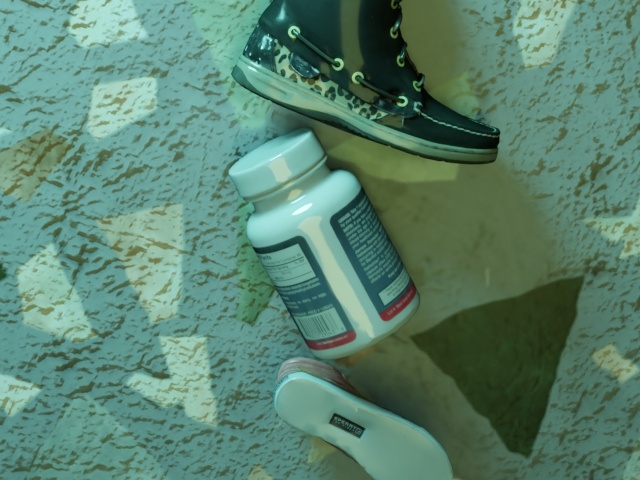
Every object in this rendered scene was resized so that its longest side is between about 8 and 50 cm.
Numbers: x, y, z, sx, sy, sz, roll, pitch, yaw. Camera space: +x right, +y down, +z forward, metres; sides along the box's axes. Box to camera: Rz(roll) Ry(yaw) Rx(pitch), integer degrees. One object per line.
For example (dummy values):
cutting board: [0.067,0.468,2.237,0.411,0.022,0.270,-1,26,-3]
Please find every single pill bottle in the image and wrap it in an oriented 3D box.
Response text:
pill bottle: [0.000,0.000,1.376,0.108,0.108,0.180,-27,104,4]

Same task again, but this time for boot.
boot: [0.063,-0.173,1.347,0.236,0.085,0.178,19,100,-7]

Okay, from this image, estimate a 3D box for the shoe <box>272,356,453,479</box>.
shoe: [0.038,0.162,1.432,0.178,0.081,0.063,30,101,-7]
